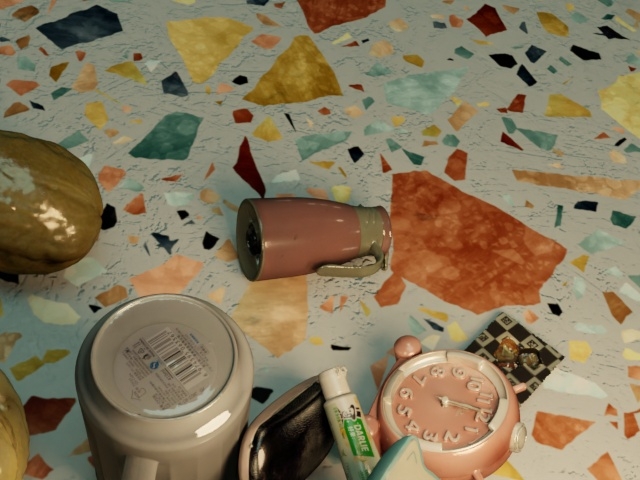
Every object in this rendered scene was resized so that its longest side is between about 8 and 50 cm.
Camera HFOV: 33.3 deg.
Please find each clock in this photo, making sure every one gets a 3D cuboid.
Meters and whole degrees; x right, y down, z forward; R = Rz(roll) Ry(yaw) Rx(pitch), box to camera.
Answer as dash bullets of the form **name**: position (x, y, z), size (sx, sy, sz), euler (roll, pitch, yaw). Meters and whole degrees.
- **clock**: position (0.200, 0.284, 1.659), size (0.241, 0.142, 0.227), euler (10, 48, 27)

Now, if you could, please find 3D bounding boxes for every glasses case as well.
- **glasses case**: position (-0.039, 0.292, 1.588), size (0.075, 0.122, 0.314), euler (5, 13, 21)

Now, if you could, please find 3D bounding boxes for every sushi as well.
- **sushi**: position (0.310, 0.223, 1.837), size (0.139, 0.031, 0.201), euler (38, 51, 20)

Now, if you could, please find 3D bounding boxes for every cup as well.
- **cup**: position (-0.227, 0.275, 1.501), size (0.237, 0.326, 0.322), euler (12, 55, 2)

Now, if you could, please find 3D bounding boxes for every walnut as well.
- **walnut**: position (-0.503, -0.066, 1.797), size (0.283, 0.227, 0.282), euler (9, 59, -15)

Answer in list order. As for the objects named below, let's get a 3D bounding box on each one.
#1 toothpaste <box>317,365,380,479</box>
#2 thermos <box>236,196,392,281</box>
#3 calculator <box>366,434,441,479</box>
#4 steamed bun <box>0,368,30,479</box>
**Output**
- **toothpaste**: position (0.063, 0.337, 1.559), size (0.058, 0.056, 0.314), euler (-28, 72, 22)
- **thermos**: position (0.000, 0.000, 1.892), size (0.265, 0.146, 0.176), euler (-3, 46, -20)
- **calculator**: position (0.095, 0.469, 1.397), size (0.054, 0.256, 0.386), euler (-10, 45, 42)
- **steamed bun**: position (-0.567, 0.323, 1.468), size (0.325, 0.230, 0.372), euler (-3, 50, -12)
